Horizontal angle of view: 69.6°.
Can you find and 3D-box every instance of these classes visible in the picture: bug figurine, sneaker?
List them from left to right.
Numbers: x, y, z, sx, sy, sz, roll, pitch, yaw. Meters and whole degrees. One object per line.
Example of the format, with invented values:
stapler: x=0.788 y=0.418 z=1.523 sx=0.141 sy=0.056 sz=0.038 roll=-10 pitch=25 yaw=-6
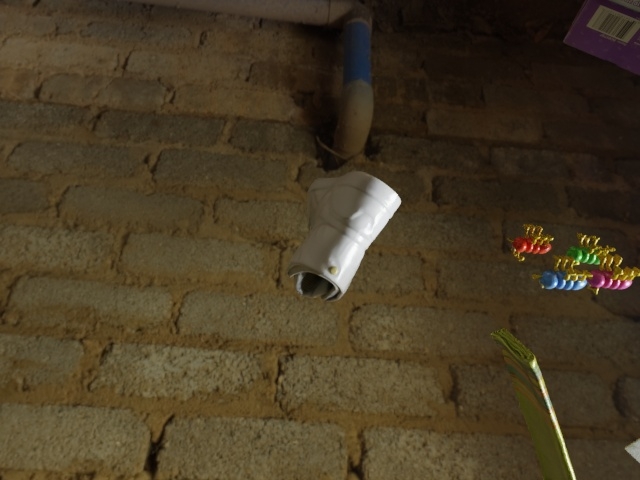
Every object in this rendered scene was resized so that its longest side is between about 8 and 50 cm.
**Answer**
sneaker: x=0.000 y=0.000 z=0.686 sx=0.108 sy=0.169 sz=0.292 roll=33 pitch=172 yaw=-8
bug figurine: x=0.534 y=0.047 z=0.990 sx=0.216 sy=0.279 sz=0.072 roll=5 pitch=111 yaw=5

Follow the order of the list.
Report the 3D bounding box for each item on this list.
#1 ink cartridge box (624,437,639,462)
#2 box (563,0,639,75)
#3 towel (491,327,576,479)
ink cartridge box: x=0.494 y=0.269 z=0.578 sx=0.179 sy=0.045 sz=0.145 roll=43 pitch=110 yaw=-3
box: x=0.368 y=-0.177 z=0.338 sx=0.293 sy=0.201 sz=0.057 roll=31 pitch=170 yaw=12
towel: x=0.271 y=0.231 z=0.566 sx=0.021 sy=0.238 sz=0.102 roll=-21 pitch=-173 yaw=5
